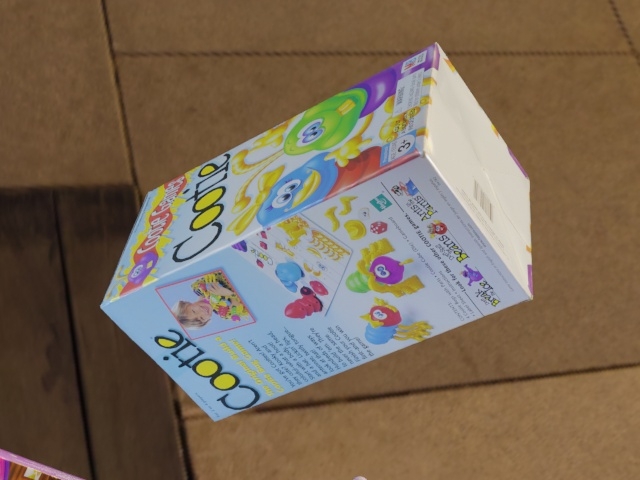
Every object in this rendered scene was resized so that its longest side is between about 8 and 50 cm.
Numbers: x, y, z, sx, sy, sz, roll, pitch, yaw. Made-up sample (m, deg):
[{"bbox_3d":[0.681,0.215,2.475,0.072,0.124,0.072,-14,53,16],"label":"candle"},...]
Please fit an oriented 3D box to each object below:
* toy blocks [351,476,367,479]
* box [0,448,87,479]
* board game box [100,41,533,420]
[{"bbox_3d":[0.043,0.363,1.096,0.309,0.260,0.288,34,15,33],"label":"toy blocks"},{"bbox_3d":[-0.393,0.411,1.360,0.201,0.057,0.293,29,82,-31],"label":"box"},{"bbox_3d":[0.000,0.000,0.831,0.144,0.275,0.142,51,30,-28],"label":"board game box"}]
